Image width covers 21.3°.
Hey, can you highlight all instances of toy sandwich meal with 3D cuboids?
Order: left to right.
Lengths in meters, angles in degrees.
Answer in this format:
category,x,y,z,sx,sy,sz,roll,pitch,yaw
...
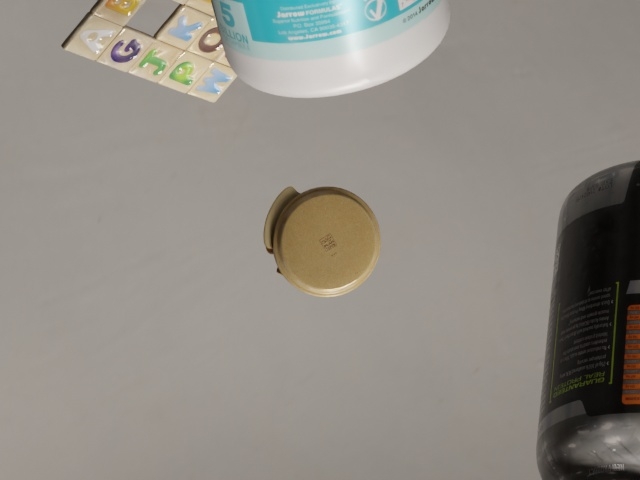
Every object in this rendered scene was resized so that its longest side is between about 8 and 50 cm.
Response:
category,x,y,z,sx,sy,sz,roll,pitch,yaw
toy sandwich meal,0.000,0.000,1.189,0.086,0.029,0.085,-1,93,-12

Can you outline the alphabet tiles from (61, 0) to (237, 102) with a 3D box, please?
category,x,y,z,sx,sy,sz,roll,pitch,yaw
alphabet tiles,-0.079,-0.224,1.435,0.198,0.237,0.009,15,33,-53

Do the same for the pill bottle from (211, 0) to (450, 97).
category,x,y,z,sx,sy,sz,roll,pitch,yaw
pill bottle,-0.013,-0.228,1.006,0.146,0.264,0.146,-10,32,6

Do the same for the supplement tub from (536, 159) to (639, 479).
category,x,y,z,sx,sy,sz,roll,pitch,yaw
supplement tub,0.281,0.108,1.409,0.194,0.193,0.316,15,61,-9
